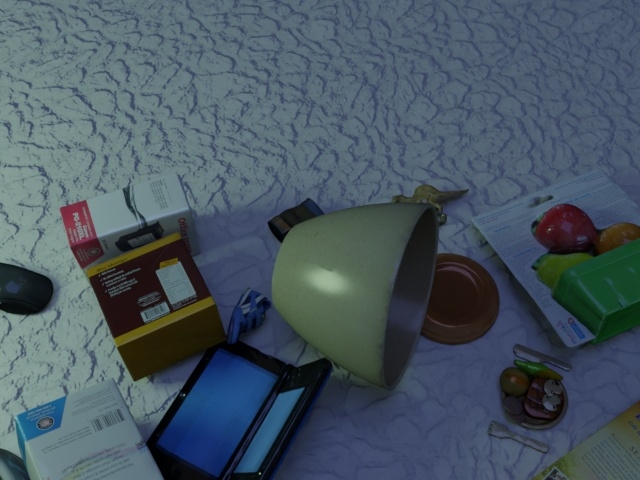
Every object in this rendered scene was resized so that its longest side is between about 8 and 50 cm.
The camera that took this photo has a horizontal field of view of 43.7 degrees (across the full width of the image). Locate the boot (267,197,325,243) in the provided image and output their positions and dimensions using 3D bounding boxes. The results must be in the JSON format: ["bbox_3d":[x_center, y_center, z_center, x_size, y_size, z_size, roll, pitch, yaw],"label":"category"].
[{"bbox_3d":[0.000,0.000,1.622,0.106,0.082,0.219,-39,65,-18],"label":"boot"}]

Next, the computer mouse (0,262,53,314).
[{"bbox_3d":[-0.674,0.114,1.565,0.262,0.060,0.184,12,59,7],"label":"computer mouse"}]

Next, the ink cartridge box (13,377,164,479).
[{"bbox_3d":[-0.379,0.389,1.323,0.171,0.168,0.232,-18,60,-29],"label":"ink cartridge box"}]

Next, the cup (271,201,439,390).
[{"bbox_3d":[0.053,0.076,1.422,0.237,0.331,0.331,12,60,18],"label":"cup"}]

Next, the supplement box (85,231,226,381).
[{"bbox_3d":[-0.310,0.122,1.507,0.191,0.129,0.194,-24,54,-13],"label":"supplement box"}]

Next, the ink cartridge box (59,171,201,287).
[{"bbox_3d":[-0.368,-0.020,1.579,0.237,0.172,0.100,-18,62,-11],"label":"ink cartridge box"}]

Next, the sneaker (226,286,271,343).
[{"bbox_3d":[-0.139,0.147,1.533,0.059,0.053,0.144,23,40,2],"label":"sneaker"}]

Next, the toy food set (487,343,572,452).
[{"bbox_3d":[0.394,0.286,1.477,0.132,0.038,0.192,19,61,11],"label":"toy food set"}]

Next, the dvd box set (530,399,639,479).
[{"bbox_3d":[0.504,0.493,1.343,0.420,0.062,0.307,-30,64,-16],"label":"dvd box set"}]

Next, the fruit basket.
[{"bbox_3d":[0.527,0.026,1.591,0.327,0.165,0.353,-22,46,-13],"label":"fruit basket"}]

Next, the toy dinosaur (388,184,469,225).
[{"bbox_3d":[0.239,-0.082,1.687,0.183,0.053,0.092,-8,58,-5],"label":"toy dinosaur"}]

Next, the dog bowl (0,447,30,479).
[{"bbox_3d":[-0.635,0.490,1.321,0.349,0.102,0.348,0,59,0],"label":"dog bowl"}]

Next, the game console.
[{"bbox_3d":[-0.151,0.304,1.398,0.173,0.250,0.293,36,63,-10],"label":"game console"}]

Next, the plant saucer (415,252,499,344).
[{"bbox_3d":[0.257,0.108,1.584,0.200,0.037,0.200,0,59,0],"label":"plant saucer"}]
